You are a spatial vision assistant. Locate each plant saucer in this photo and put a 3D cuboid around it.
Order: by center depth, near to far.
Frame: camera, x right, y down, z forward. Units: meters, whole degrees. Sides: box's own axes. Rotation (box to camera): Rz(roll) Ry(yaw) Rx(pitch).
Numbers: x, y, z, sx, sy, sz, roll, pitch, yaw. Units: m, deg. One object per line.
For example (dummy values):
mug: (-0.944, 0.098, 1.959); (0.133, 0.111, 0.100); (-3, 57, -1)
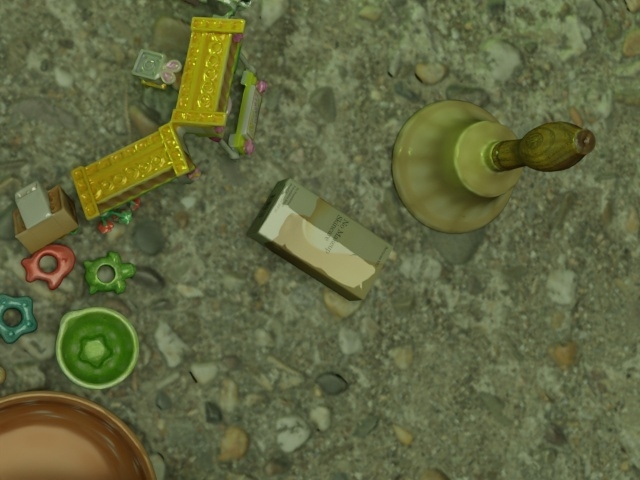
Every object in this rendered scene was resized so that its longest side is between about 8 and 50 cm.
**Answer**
plant saucer: (-0.233, 0.222, 1.033); (0.200, 0.037, 0.200); (1, 88, -18)

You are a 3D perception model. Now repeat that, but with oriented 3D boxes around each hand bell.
hand bell: (0.160, -0.072, 1.060); (0.126, 0.242, 0.126); (0, 88, -17)

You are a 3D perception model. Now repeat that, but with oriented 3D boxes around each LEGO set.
LEGO set: (-0.129, -0.087, 1.064); (0.132, 0.107, 0.287); (29, 83, 21)

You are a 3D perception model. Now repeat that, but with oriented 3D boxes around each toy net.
toy net: (-0.265, 0.059, 1.020); (0.232, 0.045, 0.122); (3, 82, -15)

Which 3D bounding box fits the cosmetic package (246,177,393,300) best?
cosmetic package: (0.000, 0.000, 1.112); (0.115, 0.041, 0.060); (31, 79, -14)
